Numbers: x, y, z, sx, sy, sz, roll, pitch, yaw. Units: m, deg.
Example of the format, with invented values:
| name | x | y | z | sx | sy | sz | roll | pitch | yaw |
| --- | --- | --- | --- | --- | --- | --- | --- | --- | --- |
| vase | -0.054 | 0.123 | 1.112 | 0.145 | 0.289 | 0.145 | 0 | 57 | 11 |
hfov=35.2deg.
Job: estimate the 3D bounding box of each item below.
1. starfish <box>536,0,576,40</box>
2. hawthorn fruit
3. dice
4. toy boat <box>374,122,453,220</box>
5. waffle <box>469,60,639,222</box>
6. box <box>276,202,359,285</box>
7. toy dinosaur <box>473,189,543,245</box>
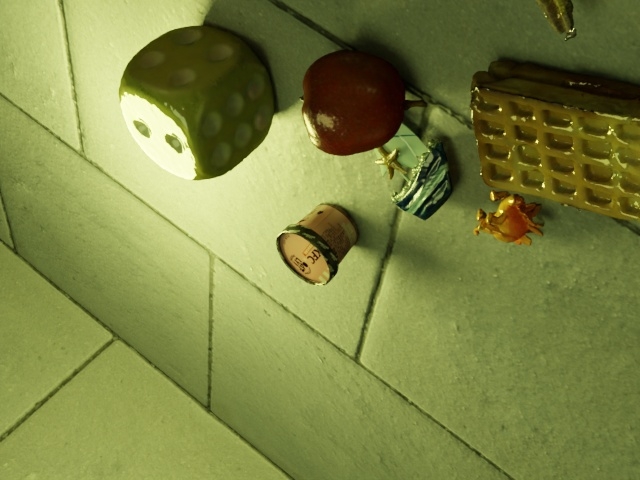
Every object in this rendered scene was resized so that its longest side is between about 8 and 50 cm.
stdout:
| name | x | y | z | sx | sy | sz | roll | pitch | yaw |
| --- | --- | --- | --- | --- | --- | --- | --- | --- | --- |
| starfish | 0.275 | -0.442 | 1.204 | 0.398 | 0.383 | 0.132 | -44 | 48 | 45 |
| hawthorn fruit | 0.076 | -0.242 | 1.788 | 0.225 | 0.197 | 0.197 | 2 | 137 | 10 |
| dice | -0.251 | -0.284 | 2.066 | 0.233 | 0.238 | 0.227 | 26 | 146 | 30 |
| toy boat | 0.138 | -0.181 | 1.907 | 0.291 | 0.067 | 0.220 | 53 | 151 | 11 |
| waffle | 0.393 | -0.151 | 1.560 | 0.327 | 0.098 | 0.224 | 18 | 142 | 37 |
| box | 0.000 | 0.000 | 2.205 | 0.151 | 0.135 | 0.151 | 28 | 146 | 22 |
| toy dinosaur | 0.337 | -0.031 | 1.785 | 0.117 | 0.070 | 0.288 | 13 | 166 | 2 |
